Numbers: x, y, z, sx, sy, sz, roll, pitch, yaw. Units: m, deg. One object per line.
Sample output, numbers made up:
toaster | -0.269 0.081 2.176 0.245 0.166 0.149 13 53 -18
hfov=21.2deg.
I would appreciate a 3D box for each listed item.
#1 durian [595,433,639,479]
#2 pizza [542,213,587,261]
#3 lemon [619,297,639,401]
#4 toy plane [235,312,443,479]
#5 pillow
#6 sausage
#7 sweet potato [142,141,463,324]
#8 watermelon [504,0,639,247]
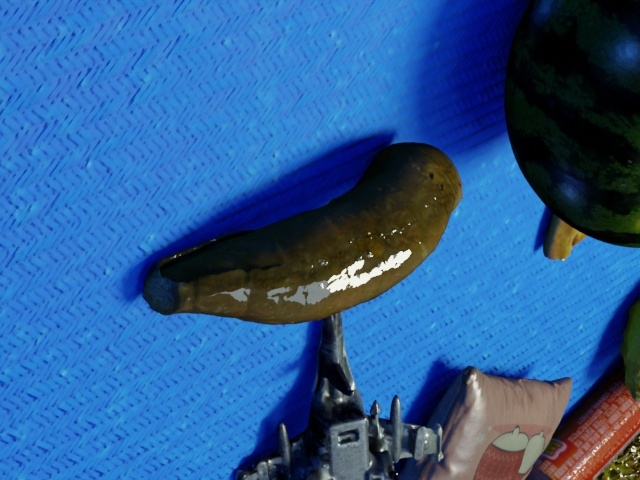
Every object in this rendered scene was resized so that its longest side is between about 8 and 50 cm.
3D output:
durian | 0.385 0.304 2.088 0.193 0.138 0.237 -26 140 -40
pizza | 0.286 -0.055 1.666 0.185 0.036 0.176 -59 151 10
lemon | 0.413 0.110 1.921 0.187 0.142 0.142 -49 151 -12
toy plane | 0.016 0.155 1.446 0.192 0.088 0.262 -12 133 -13
pillow | 0.152 0.225 1.717 0.236 0.084 0.223 6 114 -60
sausage | 0.346 0.199 1.987 0.274 0.074 0.074 -41 149 -21
sweet potato | -0.001 0.006 1.257 0.285 0.112 0.085 -26 137 -30
watermelon | 0.272 -0.124 1.355 0.269 0.269 0.269 -36 146 -29
